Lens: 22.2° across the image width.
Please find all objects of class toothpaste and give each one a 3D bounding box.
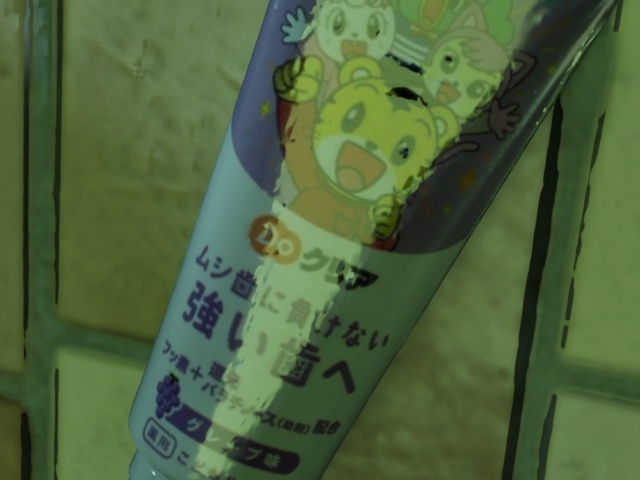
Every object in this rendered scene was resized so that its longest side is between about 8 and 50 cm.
[{"bbox_3d":[0.000,0.000,0.573,0.114,0.073,0.299,26,111,4],"label":"toothpaste"}]
